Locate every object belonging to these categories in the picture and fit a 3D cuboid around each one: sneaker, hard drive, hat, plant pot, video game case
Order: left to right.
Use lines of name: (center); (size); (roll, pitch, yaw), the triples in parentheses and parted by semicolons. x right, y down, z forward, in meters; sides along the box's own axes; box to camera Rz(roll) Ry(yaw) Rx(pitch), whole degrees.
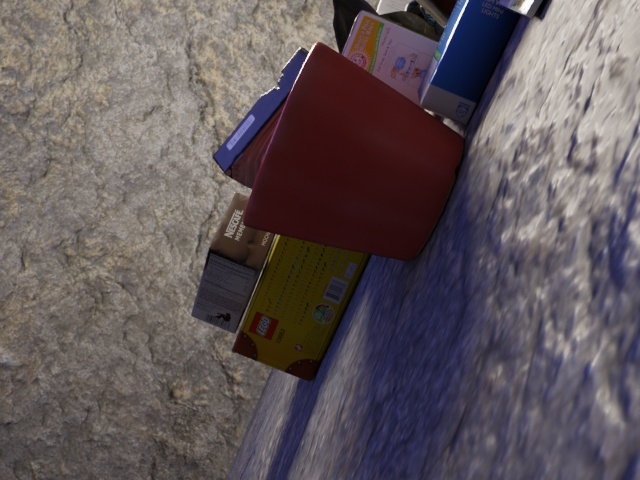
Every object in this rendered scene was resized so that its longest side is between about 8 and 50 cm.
hard drive: (0.009, -0.152, 1.328); (0.237, 0.339, 0.064); (-48, 50, 11)
plant pot: (0.052, -0.104, 1.077); (0.275, 0.243, 0.275); (-158, 90, -88)
hat: (0.153, -0.358, 1.463); (0.133, 0.331, 0.331); (-32, -2, -7)
sneaker: (0.231, -0.451, 1.541); (0.262, 0.125, 0.104); (155, 139, -85)
video game case: (0.260, -0.321, 0.936); (0.087, 0.011, 0.122); (-61, 13, 19)

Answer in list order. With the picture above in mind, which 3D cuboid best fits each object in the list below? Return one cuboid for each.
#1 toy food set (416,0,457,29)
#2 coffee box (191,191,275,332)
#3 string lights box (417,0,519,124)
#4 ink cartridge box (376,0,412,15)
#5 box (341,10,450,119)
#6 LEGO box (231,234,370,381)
toy food set: (0.247, -0.504, 1.260); (0.219, 0.092, 0.306); (24, -90, -49)
coffee box: (-0.190, 0.055, 1.709); (0.297, 0.118, 0.168); (116, 176, -53)
string lights box: (0.224, -0.307, 1.081); (0.133, 0.076, 0.260); (-75, 8, -69)
ink cartridge box: (0.269, -0.662, 1.920); (0.069, 0.175, 0.371); (-122, 54, -87)
box: (0.139, -0.289, 1.249); (0.114, 0.203, 0.103); (-77, 10, -72)
LEGO box: (0.000, 0.000, 1.733); (0.372, 0.193, 0.500); (-76, 9, -69)
